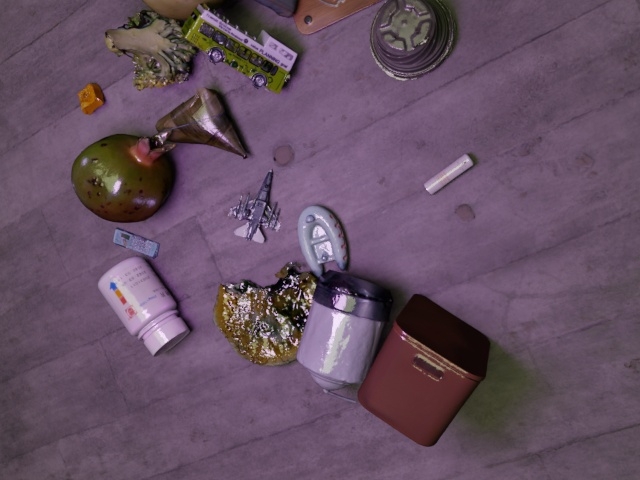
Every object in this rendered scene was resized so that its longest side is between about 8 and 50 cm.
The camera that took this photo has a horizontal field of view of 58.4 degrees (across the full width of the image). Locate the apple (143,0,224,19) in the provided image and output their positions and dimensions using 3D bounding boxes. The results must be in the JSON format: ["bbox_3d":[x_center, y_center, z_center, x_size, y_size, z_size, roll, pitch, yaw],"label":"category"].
[{"bbox_3d":[-0.361,-0.782,1.542,0.356,0.357,0.358,2,96,18],"label":"apple"}]

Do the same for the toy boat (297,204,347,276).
[{"bbox_3d":[0.000,0.000,1.646,0.134,0.079,0.208,-14,93,21],"label":"toy boat"}]

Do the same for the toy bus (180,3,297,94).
[{"bbox_3d":[-0.216,-0.524,1.554,0.139,0.301,0.113,-56,34,16],"label":"toy bus"}]

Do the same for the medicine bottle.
[{"bbox_3d":[-0.549,0.206,1.794,0.170,0.170,0.293,-40,82,17],"label":"medicine bottle"}]

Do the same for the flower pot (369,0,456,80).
[{"bbox_3d":[0.227,-0.543,1.483,0.235,0.140,0.236,2,98,17],"label":"flower pot"}]

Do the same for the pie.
[{"bbox_3d":[-0.153,0.230,1.719,0.370,0.078,0.297,-15,92,18],"label":"pie"}]

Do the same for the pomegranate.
[{"bbox_3d":[-0.575,-0.212,1.681,0.290,0.291,0.324,34,131,12],"label":"pomegranate"}]

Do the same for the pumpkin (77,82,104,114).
[{"bbox_3d":[-0.737,-0.455,1.848,0.074,0.054,0.083,-29,65,15],"label":"pumpkin"}]

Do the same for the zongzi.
[{"bbox_3d":[-0.353,-0.305,1.715,0.220,0.112,0.242,-27,95,21],"label":"zongzi"}]

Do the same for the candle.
[{"bbox_3d":[0.056,0.264,1.560,0.221,0.221,0.343,18,90,15],"label":"candle"}]

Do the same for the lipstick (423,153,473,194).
[{"bbox_3d":[0.343,-0.177,1.534,0.141,0.040,0.040,-37,84,17],"label":"lipstick"}]

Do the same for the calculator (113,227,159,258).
[{"bbox_3d":[-0.605,0.009,1.873,0.171,0.018,0.057,20,100,16],"label":"calculator"}]

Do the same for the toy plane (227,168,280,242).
[{"bbox_3d":[-0.183,-0.096,1.693,0.159,0.082,0.234,18,103,-12],"label":"toy plane"}]

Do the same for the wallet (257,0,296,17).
[{"bbox_3d":[-0.125,-0.798,1.499,0.083,0.252,0.361,13,99,33],"label":"wallet"}]

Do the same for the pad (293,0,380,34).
[{"bbox_3d":[0.025,-0.751,1.591,0.286,0.018,0.284,-19,90,20],"label":"pad"}]

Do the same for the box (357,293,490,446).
[{"bbox_3d":[0.265,0.322,1.458,0.239,0.339,0.230,31,107,12],"label":"box"}]

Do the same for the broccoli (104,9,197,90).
[{"bbox_3d":[-0.519,-0.546,1.686,0.180,0.272,0.243,-22,87,52],"label":"broccoli"}]
